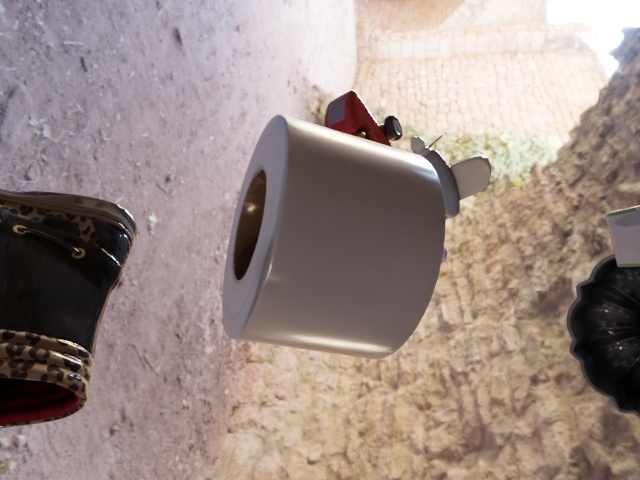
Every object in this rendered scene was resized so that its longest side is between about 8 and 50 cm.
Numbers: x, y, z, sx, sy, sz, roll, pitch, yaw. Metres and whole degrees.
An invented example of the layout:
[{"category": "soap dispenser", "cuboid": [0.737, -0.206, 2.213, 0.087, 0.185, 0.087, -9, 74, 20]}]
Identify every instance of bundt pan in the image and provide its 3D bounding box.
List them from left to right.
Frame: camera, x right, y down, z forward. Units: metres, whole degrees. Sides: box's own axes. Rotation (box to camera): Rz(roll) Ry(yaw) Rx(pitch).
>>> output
[{"category": "bundt pan", "cuboid": [0.631, 0.160, 0.926, 0.124, 0.331, 0.331, -1, 93, -56]}]

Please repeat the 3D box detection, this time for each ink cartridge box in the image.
[{"category": "ink cartridge box", "cuboid": [0.558, -0.026, 0.727, 0.160, 0.219, 0.092, 88, -10, -86]}]

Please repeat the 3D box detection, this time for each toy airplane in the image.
[{"category": "toy airplane", "cuboid": [0.102, -0.073, 1.071, 0.272, 0.384, 0.386, -14, 132, -57]}]

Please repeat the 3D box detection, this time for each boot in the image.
[{"category": "boot", "cuboid": [-0.428, 0.068, 0.610, 0.138, 0.377, 0.284, 108, -20, -43]}]

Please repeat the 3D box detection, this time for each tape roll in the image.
[{"category": "tape roll", "cuboid": [0.000, 0.000, 0.576, 0.246, 0.169, 0.246, -167, -90, -71]}]
